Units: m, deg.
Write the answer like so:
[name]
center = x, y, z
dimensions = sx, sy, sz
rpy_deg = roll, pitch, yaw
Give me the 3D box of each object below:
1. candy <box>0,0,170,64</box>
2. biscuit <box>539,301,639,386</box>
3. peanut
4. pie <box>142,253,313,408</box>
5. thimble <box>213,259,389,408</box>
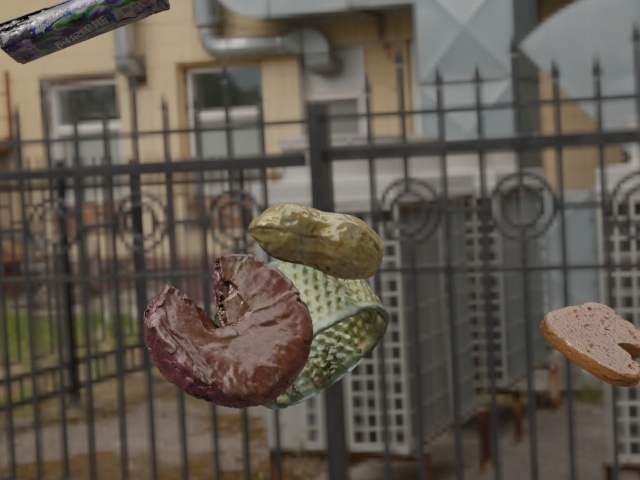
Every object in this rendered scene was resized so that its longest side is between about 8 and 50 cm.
[candy]
center = -0.422, -0.399, 2.276
dimensions = 0.312, 0.061, 0.088
rpy_deg = -18, -12, 8
[biscuit]
center = 0.443, 0.164, 1.974
dimensions = 0.192, 0.036, 0.186
rpy_deg = -9, 35, -44
[peanut]
center = 0.000, 0.000, 1.439
dimensions = 0.174, 0.080, 0.080
rpy_deg = 14, -6, -31
[pie]
center = -0.110, 0.112, 1.612
dimensions = 0.218, 0.204, 0.054
rpy_deg = -46, -8, -36
[thimble]
center = -0.030, 0.140, 2.074
dimensions = 0.271, 0.150, 0.271
rpy_deg = -30, -24, -15
